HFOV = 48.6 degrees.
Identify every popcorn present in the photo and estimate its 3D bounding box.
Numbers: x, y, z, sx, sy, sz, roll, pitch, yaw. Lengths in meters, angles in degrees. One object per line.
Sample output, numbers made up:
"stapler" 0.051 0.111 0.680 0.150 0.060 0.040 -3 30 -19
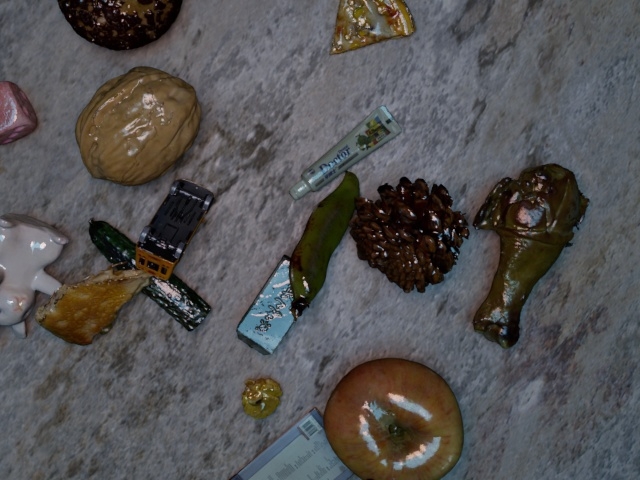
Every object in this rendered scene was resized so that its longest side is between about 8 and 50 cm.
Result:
"popcorn" -0.116 0.307 1.374 0.084 0.084 0.084 0 92 -2

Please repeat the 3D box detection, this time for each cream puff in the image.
"cream puff" -0.369 -0.468 1.288 0.239 0.165 0.238 0 90 0

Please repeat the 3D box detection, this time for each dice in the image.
"dice" -0.594 -0.237 1.324 0.093 0.091 0.094 -26 94 -1

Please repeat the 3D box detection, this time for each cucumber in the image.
"cucumber" -0.338 0.060 1.362 0.293 0.067 0.067 41 90 -3

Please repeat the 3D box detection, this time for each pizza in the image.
"pizza" -0.426 0.107 1.316 0.147 0.069 0.226 22 121 -40
"pizza" 0.073 -0.436 1.373 0.176 0.036 0.184 -37 93 0

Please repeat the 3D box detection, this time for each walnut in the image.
"walnut" -0.333 -0.206 1.291 0.198 0.198 0.245 43 88 -3

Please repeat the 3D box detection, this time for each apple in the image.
"apple" 0.138 0.340 1.329 0.261 0.194 0.260 0 90 -1

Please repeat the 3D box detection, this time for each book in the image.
"book" -0.048 0.463 1.412 0.231 0.026 0.157 -40 91 -1

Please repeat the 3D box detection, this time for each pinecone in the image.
"pinecone" 0.169 -0.019 1.316 0.222 0.221 0.221 0 92 -2

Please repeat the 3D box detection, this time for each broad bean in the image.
"broad bean" 0.000 0.000 1.315 0.077 0.061 0.338 29 65 -12

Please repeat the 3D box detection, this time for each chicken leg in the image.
"chicken leg" 0.372 0.011 1.352 0.212 0.140 0.361 30 87 -12

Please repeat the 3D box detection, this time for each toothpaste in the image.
"toothpaste" 0.043 -0.165 1.384 0.255 0.037 0.067 -38 89 -4

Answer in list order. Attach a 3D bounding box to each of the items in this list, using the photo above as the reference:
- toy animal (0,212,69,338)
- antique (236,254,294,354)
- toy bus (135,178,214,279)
"toy animal" -0.565 0.090 1.310 0.141 0.138 0.282 15 83 -41
"antique" -0.084 0.127 1.363 0.088 0.086 0.183 33 91 -3
"toy bus" -0.272 -0.024 1.326 0.083 0.088 0.194 25 48 -2
